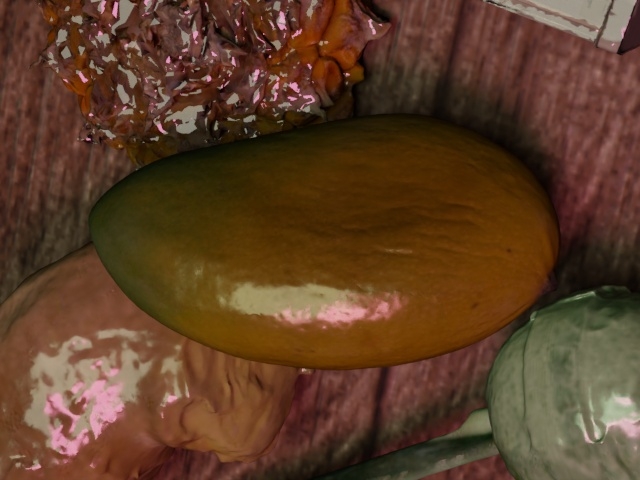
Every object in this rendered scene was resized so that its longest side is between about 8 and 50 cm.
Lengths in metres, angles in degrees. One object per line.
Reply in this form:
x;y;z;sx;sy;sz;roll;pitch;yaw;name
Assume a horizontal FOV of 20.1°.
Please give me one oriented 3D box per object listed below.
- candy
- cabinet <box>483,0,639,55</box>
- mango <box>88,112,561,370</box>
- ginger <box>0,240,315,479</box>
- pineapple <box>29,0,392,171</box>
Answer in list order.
0.027;0.129;1.000;0.440;0.119;0.119;-21;93;33;candy
0.087;-0.196;0.862;0.206;0.145;0.150;23;110;16;cabinet
0.003;0.005;0.921;0.237;0.091;0.137;-11;53;0;mango
-0.128;0.090;1.019;0.267;0.138;0.152;-37;78;23;ginger
-0.071;-0.117;0.985;0.225;0.076;0.225;5;102;22;pineapple
